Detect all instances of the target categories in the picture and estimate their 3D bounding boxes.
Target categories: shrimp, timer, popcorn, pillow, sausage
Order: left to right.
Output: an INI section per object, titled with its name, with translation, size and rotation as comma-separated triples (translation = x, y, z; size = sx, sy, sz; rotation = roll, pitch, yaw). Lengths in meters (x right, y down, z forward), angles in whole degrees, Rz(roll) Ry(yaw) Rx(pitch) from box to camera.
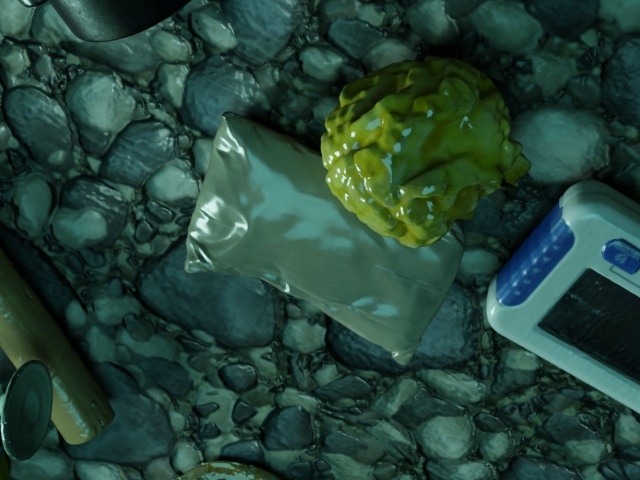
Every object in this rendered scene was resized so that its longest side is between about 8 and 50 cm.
[sausage]
translation = -0.300, 0.075, 1.919
size = 0.065, 0.066, 0.301
rotation = -20, 119, 18
[shrimp]
translation = -0.116, 0.319, 2.078
size = 0.152, 0.046, 0.219
rotation = 25, 118, -13
[pillow]
translation = 0.000, 0.000, 1.843
size = 0.270, 0.067, 0.173
rotation = 23, 117, -10
[popcorn]
translation = 0.092, -0.079, 1.737
size = 0.180, 0.170, 0.180
rotation = -30, 150, -20
[timer]
translation = 0.299, 0.061, 1.852
size = 0.253, 0.078, 0.178
rotation = 30, 123, -13

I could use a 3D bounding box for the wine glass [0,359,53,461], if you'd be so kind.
[wine glass]
translation = -0.431, 0.081, 1.865
size = 0.309, 0.096, 0.264
rotation = 8, 134, 19

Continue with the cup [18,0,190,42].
[cup]
translation = -0.206, -0.285, 1.650
size = 0.166, 0.239, 0.177
rotation = -43, 126, -18

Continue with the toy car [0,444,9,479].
[toy car]
translation = -0.446, 0.271, 2.017
size = 0.247, 0.142, 0.200
rotation = -26, 118, 21
